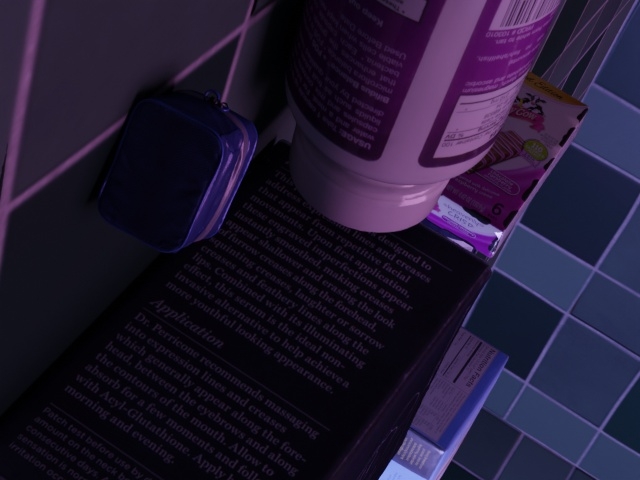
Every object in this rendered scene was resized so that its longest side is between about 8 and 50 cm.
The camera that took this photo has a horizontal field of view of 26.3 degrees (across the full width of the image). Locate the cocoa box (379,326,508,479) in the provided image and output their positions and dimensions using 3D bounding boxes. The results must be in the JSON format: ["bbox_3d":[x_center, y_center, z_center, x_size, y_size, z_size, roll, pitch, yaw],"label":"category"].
[{"bbox_3d":[0.125,0.293,2.273,0.231,0.228,0.347,-50,166,-36],"label":"cocoa box"}]

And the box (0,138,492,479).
[{"bbox_3d":[-0.076,0.167,1.092,0.395,0.212,0.293,-48,165,-39],"label":"box"}]

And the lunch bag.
[{"bbox_3d":[-0.084,-0.047,0.840,0.098,0.067,0.065,-63,169,18],"label":"lunch bag"}]

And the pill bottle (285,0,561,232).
[{"bbox_3d":[0.068,-0.147,0.973,0.169,0.169,0.301,-48,166,-41],"label":"pill bottle"}]

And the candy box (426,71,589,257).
[{"bbox_3d":[0.210,-0.114,1.711,0.233,0.159,0.071,-53,169,-29],"label":"candy box"}]

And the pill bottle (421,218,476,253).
[{"bbox_3d":[0.156,-0.012,1.850,0.123,0.123,0.219,-38,157,-60],"label":"pill bottle"}]
